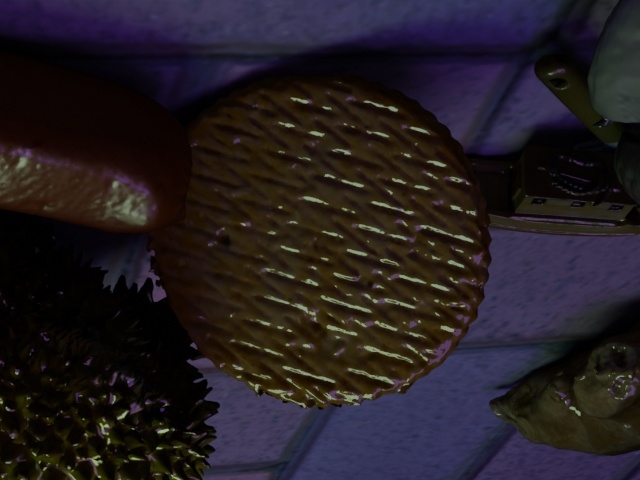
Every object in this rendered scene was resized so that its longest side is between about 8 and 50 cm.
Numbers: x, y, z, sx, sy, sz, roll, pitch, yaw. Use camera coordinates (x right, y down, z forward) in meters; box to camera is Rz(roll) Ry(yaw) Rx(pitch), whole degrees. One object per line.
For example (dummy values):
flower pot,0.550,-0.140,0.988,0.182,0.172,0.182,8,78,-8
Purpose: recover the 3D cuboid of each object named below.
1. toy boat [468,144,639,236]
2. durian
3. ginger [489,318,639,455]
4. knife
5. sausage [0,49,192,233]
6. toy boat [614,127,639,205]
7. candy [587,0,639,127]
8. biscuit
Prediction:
toy boat,0.186,-0.040,1.344,0.200,0.057,0.077,4,158,-7
durian,-0.215,0.106,1.244,0.258,0.293,0.258,-21,140,-19
ginger,0.305,0.159,1.704,0.270,0.123,0.219,-21,153,14
knife,0.238,-0.079,1.352,0.061,0.027,0.343,-10,158,28
sausage,-0.230,-0.078,1.078,0.348,0.097,0.094,14,125,-35
toy boat,0.307,-0.034,1.217,0.155,0.085,0.227,-3,-169,-15
candy,0.408,-0.140,1.096,0.427,0.186,0.386,-3,-174,-29
biscuit,0.000,0.000,1.206,0.254,0.254,0.035,-20,-172,12
